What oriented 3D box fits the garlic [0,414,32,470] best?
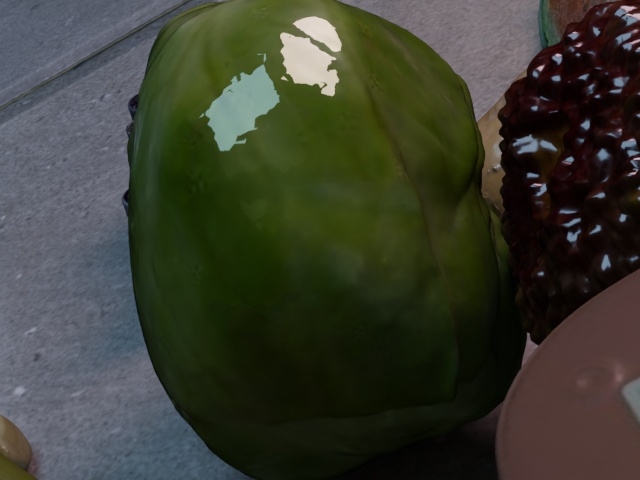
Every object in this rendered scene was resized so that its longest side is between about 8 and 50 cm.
[{"bbox_3d":[-0.238,0.152,1.223,0.041,0.053,0.083,-37,24,-10],"label":"garlic"}]

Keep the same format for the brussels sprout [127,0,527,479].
[{"bbox_3d":[0.000,0.000,1.020,0.247,0.328,0.328,-2,33,4],"label":"brussels sprout"}]

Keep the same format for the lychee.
[{"bbox_3d":[0.230,-0.019,0.907,0.271,0.271,0.271,-22,30,13],"label":"lychee"}]

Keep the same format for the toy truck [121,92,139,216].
[{"bbox_3d":[-0.092,-0.053,1.366,0.124,0.114,0.253,-15,31,4],"label":"toy truck"}]

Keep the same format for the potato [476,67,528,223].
[{"bbox_3d":[0.164,-0.059,1.144,0.178,0.118,0.109,-42,-4,-2],"label":"potato"}]

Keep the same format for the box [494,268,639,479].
[{"bbox_3d":[0.224,0.130,0.689,0.301,0.216,0.301,-20,30,12],"label":"box"}]

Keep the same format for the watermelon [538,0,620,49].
[{"bbox_3d":[0.237,-0.189,1.312,0.146,0.128,0.231,-61,18,1],"label":"watermelon"}]

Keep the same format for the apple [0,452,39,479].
[{"bbox_3d":[-0.241,0.284,0.634,0.474,0.473,0.473,-22,30,13],"label":"apple"}]
